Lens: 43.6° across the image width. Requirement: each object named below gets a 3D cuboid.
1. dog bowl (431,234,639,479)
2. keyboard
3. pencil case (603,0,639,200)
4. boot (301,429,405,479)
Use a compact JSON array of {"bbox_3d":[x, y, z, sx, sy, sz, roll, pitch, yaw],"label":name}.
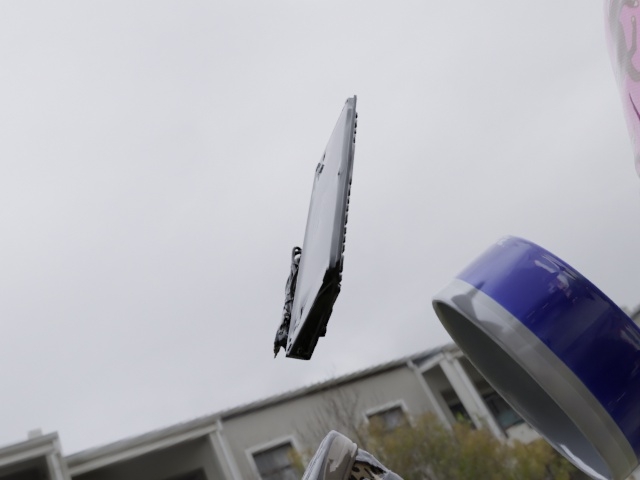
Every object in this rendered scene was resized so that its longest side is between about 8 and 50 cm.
[{"bbox_3d":[0.244,0.123,0.844,0.104,0.265,0.265,-42,-31,-5],"label":"dog bowl"},{"bbox_3d":[0.000,0.000,0.846,0.033,0.317,0.202,19,-51,-8],"label":"keyboard"},{"bbox_3d":[0.238,-0.171,0.426,0.167,0.386,0.160,6,-34,0],"label":"pencil case"},{"bbox_3d":[0.082,0.386,0.783,0.284,0.377,0.138,25,-58,-3],"label":"boot"}]
